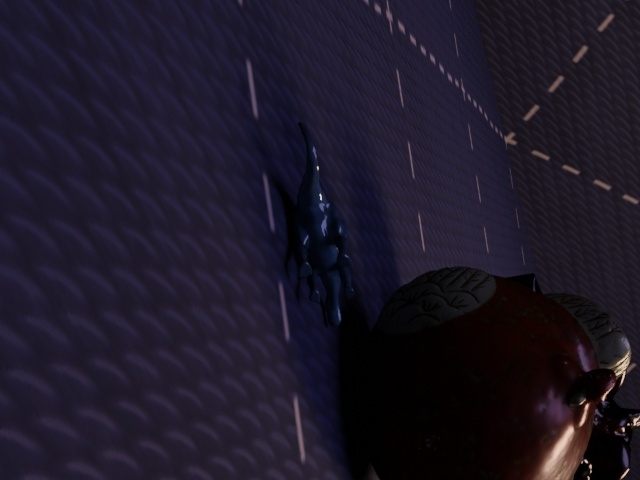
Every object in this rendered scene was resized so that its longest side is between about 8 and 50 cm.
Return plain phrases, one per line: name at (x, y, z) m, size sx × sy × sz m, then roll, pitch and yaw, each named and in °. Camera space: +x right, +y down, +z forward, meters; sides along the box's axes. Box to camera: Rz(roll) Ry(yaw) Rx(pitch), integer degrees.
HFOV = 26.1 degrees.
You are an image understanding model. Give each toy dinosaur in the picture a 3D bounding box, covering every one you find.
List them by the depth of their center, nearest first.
toy dinosaur at (0.000, 0.000, 1.069) m, size 0.080 × 0.045 × 0.197 m, roll -103°, pitch -177°, yaw -52°

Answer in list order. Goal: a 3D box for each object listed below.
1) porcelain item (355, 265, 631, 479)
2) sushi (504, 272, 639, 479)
porcelain item at (0.161, 0.135, 1.193) m, size 0.253 × 0.253 × 0.253 m, roll -9°, pitch 90°, yaw -77°
sushi at (0.222, 0.179, 1.451) m, size 0.215 × 0.212 × 0.227 m, roll 113°, pitch -34°, yaw -63°
